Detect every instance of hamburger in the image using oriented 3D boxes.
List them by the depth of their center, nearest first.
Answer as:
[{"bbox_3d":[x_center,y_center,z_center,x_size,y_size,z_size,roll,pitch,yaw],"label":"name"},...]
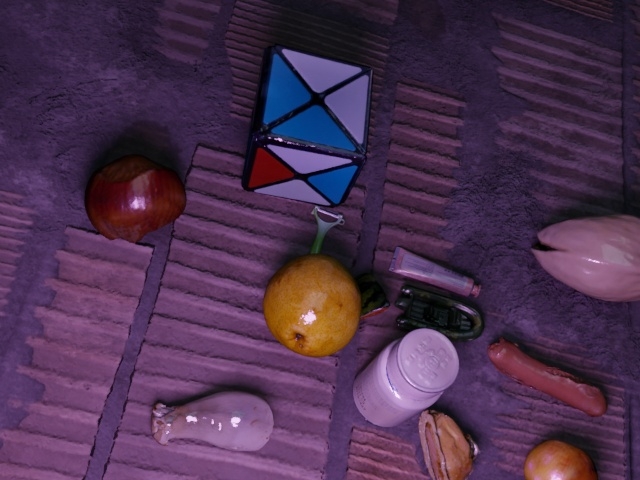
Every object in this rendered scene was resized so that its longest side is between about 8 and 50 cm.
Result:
[{"bbox_3d":[0.264,0.430,1.520,0.102,0.087,0.176,1,59,-27],"label":"hamburger"}]

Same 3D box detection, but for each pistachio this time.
[{"bbox_3d":[0.660,0.033,1.745,0.331,0.208,0.226,7,20,3],"label":"pistachio"}]

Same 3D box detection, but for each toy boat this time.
[{"bbox_3d":[0.261,0.165,1.651,0.210,0.052,0.104,17,61,-7],"label":"toy boat"}]

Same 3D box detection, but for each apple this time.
[{"bbox_3d":[0.492,0.473,1.523,0.146,0.146,0.147,6,65,-13],"label":"apple"}]

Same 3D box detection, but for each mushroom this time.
[{"bbox_3d":[-0.206,0.340,1.422,0.225,0.093,0.116,9,85,-17],"label":"mushroom"}]

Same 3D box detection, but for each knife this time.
[{"bbox_3d":[0.000,0.001,1.669,0.078,0.023,0.166,18,61,0],"label":"knife"}]

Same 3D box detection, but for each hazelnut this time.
[{"bbox_3d":[-0.388,-0.091,1.545,0.201,0.160,0.170,-9,49,21],"label":"hazelnut"}]

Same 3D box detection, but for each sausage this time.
[{"bbox_3d":[0.501,0.305,1.642,0.304,0.078,0.078,27,62,-2],"label":"sausage"}]

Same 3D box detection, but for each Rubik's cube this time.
[{"bbox_3d":[-0.030,-0.245,1.647,0.248,0.250,0.247,9,64,-9],"label":"Rubik's cube"}]

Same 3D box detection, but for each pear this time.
[{"bbox_3d":[-0.014,0.136,1.496,0.208,0.209,0.209,6,65,-13],"label":"pear"}]

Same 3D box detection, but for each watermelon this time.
[{"bbox_3d":[0.106,0.125,1.625,0.094,0.125,0.135,38,38,-30],"label":"watermelon"}]

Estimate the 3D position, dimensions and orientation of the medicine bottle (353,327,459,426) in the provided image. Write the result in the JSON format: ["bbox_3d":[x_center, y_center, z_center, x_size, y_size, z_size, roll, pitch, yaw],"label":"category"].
[{"bbox_3d":[0.163,0.270,1.461,0.143,0.258,0.143,6,64,-13],"label":"medicine bottle"}]

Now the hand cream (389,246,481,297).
[{"bbox_3d":[0.261,0.079,1.700,0.209,0.043,0.067,22,60,1],"label":"hand cream"}]
